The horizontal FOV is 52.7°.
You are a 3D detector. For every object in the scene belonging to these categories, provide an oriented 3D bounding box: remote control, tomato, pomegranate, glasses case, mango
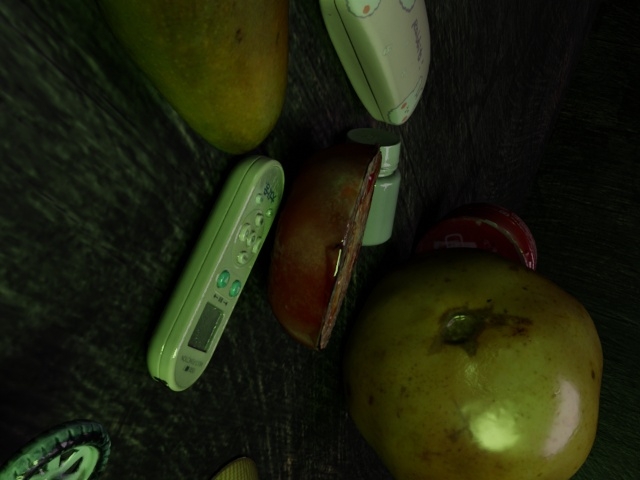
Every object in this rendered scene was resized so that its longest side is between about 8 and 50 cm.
[{"bbox_3d":[-0.092,0.024,0.572,0.221,0.042,0.078,-66,164,-12],"label":"remote control"},{"bbox_3d":[-0.002,-0.002,0.661,0.225,0.085,0.225,18,90,-85],"label":"tomato"},{"bbox_3d":[0.239,0.211,1.038,0.416,0.417,0.416,-48,149,-43],"label":"pomegranate"},{"bbox_3d":[0.065,-0.228,0.689,0.113,0.075,0.297,-69,158,-11],"label":"glasses case"},{"bbox_3d":[-0.075,-0.167,0.367,0.133,0.111,0.267,-71,163,-45],"label":"mango"}]

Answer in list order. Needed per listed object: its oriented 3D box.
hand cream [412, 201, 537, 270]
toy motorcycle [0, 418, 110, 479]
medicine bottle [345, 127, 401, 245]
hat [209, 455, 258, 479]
[{"bbox_3d":[0.303,0.042,1.258,0.149,0.230,0.230,-32,136,-58],"label":"hand cream"},{"bbox_3d":[-0.230,0.232,0.339,0.315,0.113,0.169,-43,155,-33],"label":"toy motorcycle"},{"bbox_3d":[0.057,-0.066,0.792,0.080,0.080,0.130,-38,141,-53],"label":"medicine bottle"},{"bbox_3d":[-0.101,0.367,0.774,0.193,0.082,0.193,-48,150,-41],"label":"hat"}]
